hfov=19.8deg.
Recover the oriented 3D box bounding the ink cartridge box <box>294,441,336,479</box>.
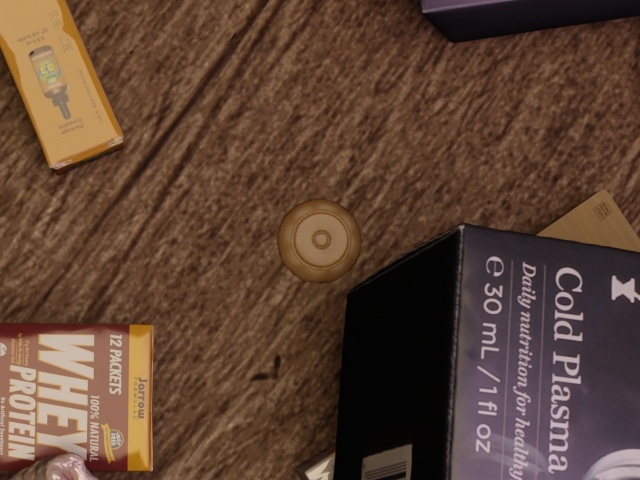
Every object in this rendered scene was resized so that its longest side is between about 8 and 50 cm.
[{"bbox_3d":[0.046,0.227,1.743,0.143,0.092,0.090,-32,89,-9],"label":"ink cartridge box"}]

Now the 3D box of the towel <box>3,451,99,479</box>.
[{"bbox_3d":[-0.199,0.343,1.596,0.053,0.332,0.317,-36,93,-35],"label":"towel"}]

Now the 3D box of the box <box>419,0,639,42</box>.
[{"bbox_3d":[0.236,-0.361,1.731,0.296,0.183,0.294,-7,86,13],"label":"box"}]

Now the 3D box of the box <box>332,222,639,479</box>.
[{"bbox_3d":[0.269,0.272,1.546,0.472,0.297,0.480,8,75,-17],"label":"box"}]

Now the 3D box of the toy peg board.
[{"bbox_3d":[0.249,0.063,1.801,0.161,0.079,0.161,-33,90,-24],"label":"toy peg board"}]

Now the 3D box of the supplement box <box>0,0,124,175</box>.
[{"bbox_3d":[-0.265,-0.182,1.749,0.078,0.080,0.233,-22,87,-8],"label":"supplement box"}]

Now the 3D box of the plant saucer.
[{"bbox_3d":[0.000,0.000,1.795,0.083,0.015,0.083,1,85,-7],"label":"plant saucer"}]

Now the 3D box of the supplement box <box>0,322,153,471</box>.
[{"bbox_3d":[-0.249,0.142,1.662,0.191,0.194,0.129,1,85,-7],"label":"supplement box"}]
